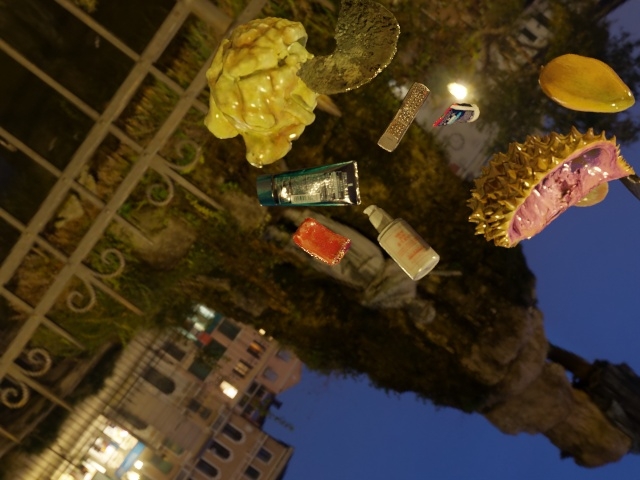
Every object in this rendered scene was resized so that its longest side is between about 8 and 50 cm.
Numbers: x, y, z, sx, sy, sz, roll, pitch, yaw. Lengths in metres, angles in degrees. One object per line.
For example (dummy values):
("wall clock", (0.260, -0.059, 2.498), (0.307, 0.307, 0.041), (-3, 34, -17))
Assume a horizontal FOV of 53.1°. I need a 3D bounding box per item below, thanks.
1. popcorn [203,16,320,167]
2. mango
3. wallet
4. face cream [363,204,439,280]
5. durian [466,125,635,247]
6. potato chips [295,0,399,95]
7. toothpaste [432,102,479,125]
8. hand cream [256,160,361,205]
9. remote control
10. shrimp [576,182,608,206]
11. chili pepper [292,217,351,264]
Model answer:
("popcorn", (-0.132, -0.379, 1.547), (0.279, 0.274, 0.335), (92, 13, -59))
("mango", (0.743, -0.439, 1.805), (0.177, 0.317, 0.119), (-24, 132, -13))
("wallet", (0.877, -0.213, 1.885), (0.025, 0.124, 0.244), (-34, -135, 13))
("face cream", (0.217, -0.008, 1.807), (0.101, 0.251, 0.101), (-36, 161, -15))
("durian", (0.363, -0.112, 1.101), (0.260, 0.153, 0.186), (-43, -142, -8))
("potato chips", (0.053, -0.386, 1.292), (0.220, 0.202, 0.029), (-47, 151, 11))
("toothpaste", (0.326, -0.302, 1.517), (0.071, 0.045, 0.193), (-48, 164, 33))
("hand cream", (-0.032, -0.140, 1.680), (0.061, 0.271, 0.120), (-62, 147, -68))
("remote control", (0.241, -0.358, 1.858), (0.212, 0.059, 0.028), (-57, -177, 10))
("shrimp", (0.650, -0.161, 1.666), (0.126, 0.223, 0.047), (-41, -157, 37))
("chili pepper", (0.000, 0.000, 1.405), (0.073, 0.123, 0.070), (-63, 166, 19))
